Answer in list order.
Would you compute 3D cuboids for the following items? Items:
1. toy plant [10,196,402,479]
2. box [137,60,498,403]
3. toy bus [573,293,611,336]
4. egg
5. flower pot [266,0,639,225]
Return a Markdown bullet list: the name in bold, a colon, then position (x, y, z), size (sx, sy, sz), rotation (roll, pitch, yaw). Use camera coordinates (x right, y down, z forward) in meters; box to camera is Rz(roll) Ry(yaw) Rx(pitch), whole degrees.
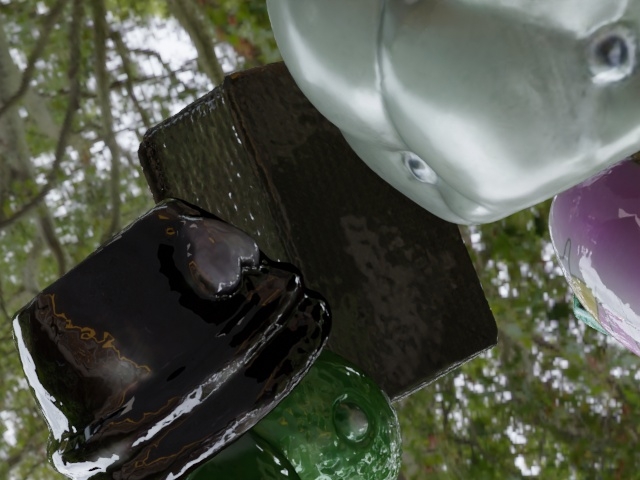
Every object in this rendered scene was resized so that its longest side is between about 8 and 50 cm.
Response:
- **toy plant**: position (-0.053, 0.096, 0.550), size (0.175, 0.235, 0.218), rotation (-31, -170, 27)
- **box**: position (-0.002, 0.000, 0.789), size (0.184, 0.274, 0.143), rotation (-22, -178, -38)
- **toy bus**: position (0.438, -0.038, 1.248), size (0.183, 0.344, 0.199), rotation (1, -176, -31)
- **egg**: position (0.310, 0.015, 0.832), size (0.196, 0.196, 0.271), rotation (-38, -142, -29)
- **flower pot**: position (0.091, -0.131, 0.408), size (0.246, 0.195, 0.246), rotation (-30, 179, 0)
